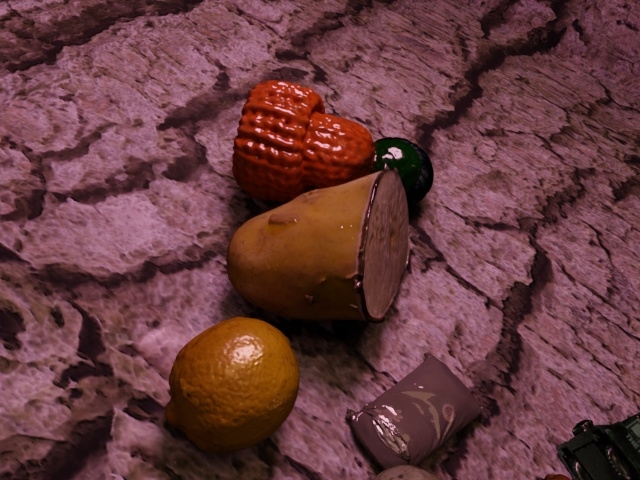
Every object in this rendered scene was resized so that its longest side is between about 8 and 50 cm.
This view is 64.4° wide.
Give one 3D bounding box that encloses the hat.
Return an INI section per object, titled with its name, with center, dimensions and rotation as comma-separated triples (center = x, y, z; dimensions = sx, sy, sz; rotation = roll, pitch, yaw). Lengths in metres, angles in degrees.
[hat]
center = 0.012, -0.169, 1.119
dimensions = 0.399, 0.285, 0.285
rotation = 23, 46, 7

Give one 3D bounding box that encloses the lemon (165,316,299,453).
[lemon]
center = -0.131, 0.222, 0.794
dimensions = 0.231, 0.192, 0.192
rotation = -27, 63, -34

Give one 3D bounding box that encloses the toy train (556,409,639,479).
[toy train]
center = 0.589, 0.458, 0.893
dimensions = 0.178, 0.139, 0.330
rotation = -11, 56, -33

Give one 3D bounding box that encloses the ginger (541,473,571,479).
[ginger]
center = 0.391, 0.456, 0.866
dimensions = 0.162, 0.073, 0.103
rotation = -18, 72, -39

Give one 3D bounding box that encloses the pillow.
[pillow]
center = 0.178, 0.310, 0.923
dimensions = 0.254, 0.059, 0.169
rotation = -26, 60, -35

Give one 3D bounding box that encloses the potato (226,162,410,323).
[potato]
center = 0.000, 0.000, 1.013
dimensions = 0.295, 0.290, 0.397
rotation = 3, 28, 19

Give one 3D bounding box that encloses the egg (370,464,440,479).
[egg]
center = 0.114, 0.418, 0.748
dimensions = 0.181, 0.141, 0.141
rotation = -28, 63, -17

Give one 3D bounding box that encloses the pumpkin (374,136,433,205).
[pumpkin]
center = 0.186, -0.171, 1.293
dimensions = 0.201, 0.140, 0.202
rotation = 2, 60, -4
